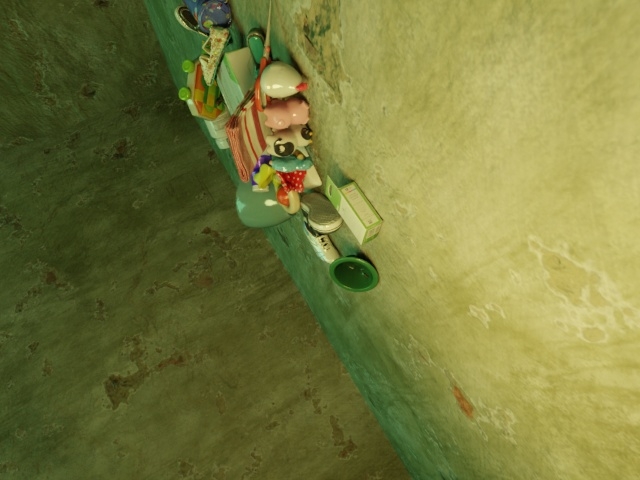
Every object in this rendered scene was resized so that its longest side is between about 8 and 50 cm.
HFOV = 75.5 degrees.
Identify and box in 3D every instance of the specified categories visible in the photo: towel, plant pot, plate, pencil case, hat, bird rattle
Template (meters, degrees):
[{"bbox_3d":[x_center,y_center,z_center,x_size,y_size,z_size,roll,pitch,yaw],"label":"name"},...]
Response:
[{"bbox_3d":[-0.188,-0.374,1.294,0.037,0.328,0.237,17,151,12],"label":"towel"},{"bbox_3d":[-0.201,-0.185,1.795,0.196,0.290,0.290,10,139,24],"label":"plant pot"},{"bbox_3d":[-0.106,-0.314,1.580,0.277,0.045,0.278,63,166,-7],"label":"plate"},{"bbox_3d":[-0.422,-0.864,1.463,0.306,0.133,0.119,57,-170,23],"label":"pencil case"},{"bbox_3d":[0.134,0.071,1.527,0.209,0.183,0.172,-9,125,31],"label":"hat"},{"bbox_3d":[-0.121,-0.198,1.533,0.254,0.143,0.206,25,137,48],"label":"bird rattle"}]

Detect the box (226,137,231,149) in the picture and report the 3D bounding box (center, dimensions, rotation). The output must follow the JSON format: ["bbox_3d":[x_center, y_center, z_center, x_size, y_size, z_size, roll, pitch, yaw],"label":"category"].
[{"bbox_3d":[-0.371,-0.466,2.027,0.072,0.137,0.126,36,152,62],"label":"box"}]

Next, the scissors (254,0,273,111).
[{"bbox_3d":[-0.152,-0.506,1.138,0.021,0.109,0.296,20,133,15],"label":"scissors"}]

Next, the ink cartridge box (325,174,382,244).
[{"bbox_3d":[0.096,-0.101,1.236,0.209,0.062,0.109,56,165,19],"label":"ink cartridge box"}]

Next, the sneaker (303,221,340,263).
[{"bbox_3d":[0.000,0.000,1.736,0.237,0.085,0.086,55,170,20],"label":"sneaker"}]

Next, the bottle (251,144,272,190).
[{"bbox_3d":[-0.239,-0.336,1.647,0.118,0.092,0.282,166,103,-77],"label":"bottle"}]

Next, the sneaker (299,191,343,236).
[{"bbox_3d":[0.013,-0.070,1.474,0.321,0.126,0.127,-121,14,-64],"label":"sneaker"}]

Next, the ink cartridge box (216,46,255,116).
[{"bbox_3d":[-0.285,-0.567,1.552,0.207,0.119,0.353,68,165,-15],"label":"ink cartridge box"}]

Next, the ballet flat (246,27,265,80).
[{"bbox_3d":[-0.185,-0.576,1.334,0.213,0.072,0.068,79,-175,-50],"label":"ballet flat"}]

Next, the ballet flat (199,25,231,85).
[{"bbox_3d":[-0.391,-0.668,1.489,0.241,0.077,0.091,-46,31,47],"label":"ballet flat"}]

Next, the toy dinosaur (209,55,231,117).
[{"bbox_3d":[-0.408,-0.674,1.857,0.161,0.121,0.313,22,136,31],"label":"toy dinosaur"}]

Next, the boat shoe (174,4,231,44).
[{"bbox_3d":[-0.435,-0.811,1.556,0.220,0.077,0.070,21,-178,-34],"label":"boat shoe"}]

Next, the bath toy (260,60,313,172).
[{"bbox_3d":[-0.089,-0.366,1.249,0.129,0.151,0.348,18,143,16],"label":"bath toy"}]

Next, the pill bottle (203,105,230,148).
[{"bbox_3d":[-0.544,-0.652,2.232,0.160,0.161,0.282,43,157,52],"label":"pill bottle"}]

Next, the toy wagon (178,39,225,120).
[{"bbox_3d":[-0.517,-0.731,1.883,0.267,0.068,0.343,-5,-75,-67],"label":"toy wagon"}]
